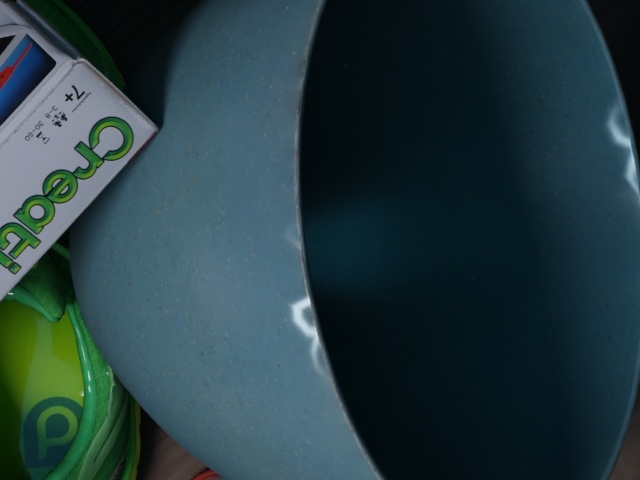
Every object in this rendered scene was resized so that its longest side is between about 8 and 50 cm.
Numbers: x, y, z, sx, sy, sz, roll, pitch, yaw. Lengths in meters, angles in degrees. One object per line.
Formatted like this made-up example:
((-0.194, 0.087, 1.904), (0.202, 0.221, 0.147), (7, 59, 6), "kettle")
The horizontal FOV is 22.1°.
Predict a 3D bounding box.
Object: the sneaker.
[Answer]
((-0.141, 0.004, 0.810), (0.109, 0.123, 0.295), (-9, 82, 2), "sneaker")

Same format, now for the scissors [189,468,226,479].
((-0.063, 0.265, 0.832), (0.109, 0.021, 0.297), (18, 86, 2), "scissors")

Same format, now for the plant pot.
((0.000, 0.000, 0.753), (0.195, 0.290, 0.290), (-7, 82, 36), "plant pot")

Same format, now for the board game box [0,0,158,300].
((-0.219, 0.019, 0.702), (0.305, 0.193, 0.053), (-47, 125, -1), "board game box")
